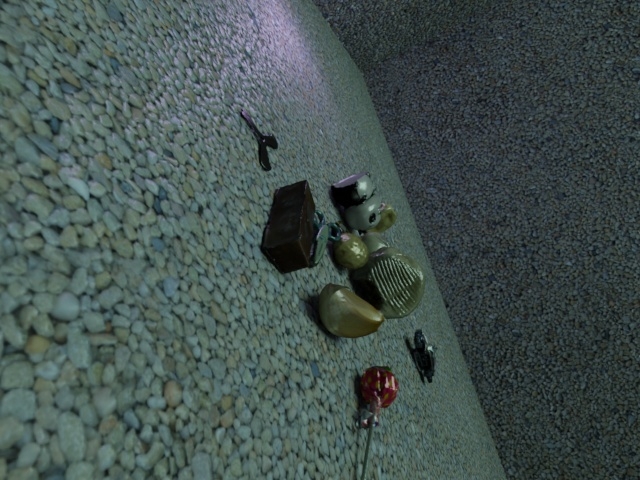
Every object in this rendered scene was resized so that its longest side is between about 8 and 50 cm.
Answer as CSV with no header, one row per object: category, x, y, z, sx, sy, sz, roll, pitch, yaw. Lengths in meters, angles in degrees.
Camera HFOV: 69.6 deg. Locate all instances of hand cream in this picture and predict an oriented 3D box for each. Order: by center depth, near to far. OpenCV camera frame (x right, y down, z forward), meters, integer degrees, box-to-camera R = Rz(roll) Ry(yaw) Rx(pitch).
hand cream,0.076,-0.043,1.774,0.062,0.039,0.163,51,18,0

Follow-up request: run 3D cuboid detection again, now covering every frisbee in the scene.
frisbee,-0.191,-0.326,1.426,0.188,0.012,0.211,57,23,-24

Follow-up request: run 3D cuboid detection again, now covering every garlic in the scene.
garlic,0.074,0.195,1.333,0.245,0.164,0.146,40,50,-42

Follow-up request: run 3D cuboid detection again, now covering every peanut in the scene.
peanut,0.108,0.034,1.660,0.141,0.109,0.159,52,27,-17

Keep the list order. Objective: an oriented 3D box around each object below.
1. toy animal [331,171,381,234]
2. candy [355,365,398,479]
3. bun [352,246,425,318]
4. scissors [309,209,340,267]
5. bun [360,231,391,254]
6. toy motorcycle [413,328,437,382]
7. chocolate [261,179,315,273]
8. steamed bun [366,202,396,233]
toy animal,0.164,-0.155,1.924,0.187,0.165,0.235,-41,109,-46
candy,0.150,0.506,1.296,0.124,0.124,0.365,59,28,-23
bun,0.261,0.160,1.766,0.205,0.281,0.282,159,-92,-85
scissors,0.000,0.000,1.515,0.138,0.041,0.289,43,31,-16
bun,0.253,0.039,2.019,0.173,0.119,0.173,49,27,-36
toy motorcycle,0.488,0.514,2.146,0.204,0.108,0.240,-34,124,-65
chocolate,-0.077,-0.041,1.295,0.321,0.111,0.112,-86,157,-54
steamed bun,0.249,-0.126,2.160,0.155,0.172,0.141,61,0,43
